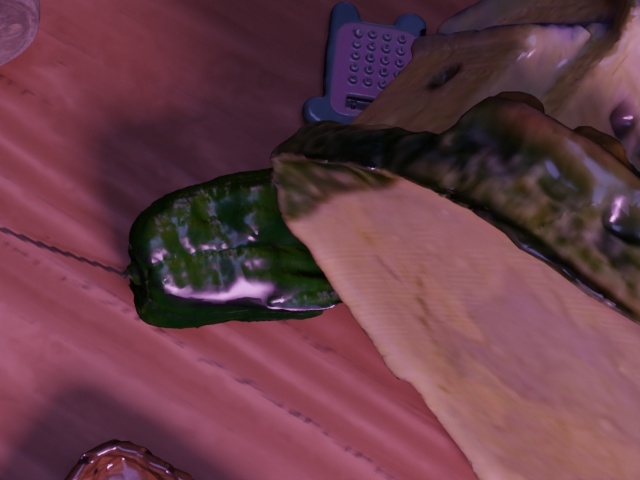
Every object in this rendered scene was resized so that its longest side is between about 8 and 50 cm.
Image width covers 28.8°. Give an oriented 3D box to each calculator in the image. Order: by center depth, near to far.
[{"bbox_3d":[0.035,-0.097,0.854,0.094,0.019,0.141,8,72,-8],"label":"calculator"}]

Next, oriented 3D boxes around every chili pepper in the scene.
[{"bbox_3d":[0.000,0.001,0.788,0.253,0.083,0.099,-3,74,-14],"label":"chili pepper"}]

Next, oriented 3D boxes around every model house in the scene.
[{"bbox_3d":[0.178,-0.006,0.675,0.266,0.261,0.321,-49,120,-23],"label":"model house"}]

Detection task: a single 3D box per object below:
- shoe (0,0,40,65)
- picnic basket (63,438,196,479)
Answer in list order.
[{"bbox_3d":[-0.332,-0.197,0.787,0.316,0.124,0.159,3,66,-7],"label":"shoe"},{"bbox_3d":[-0.078,0.205,0.724,0.193,0.055,0.110,36,73,4],"label":"picnic basket"}]
